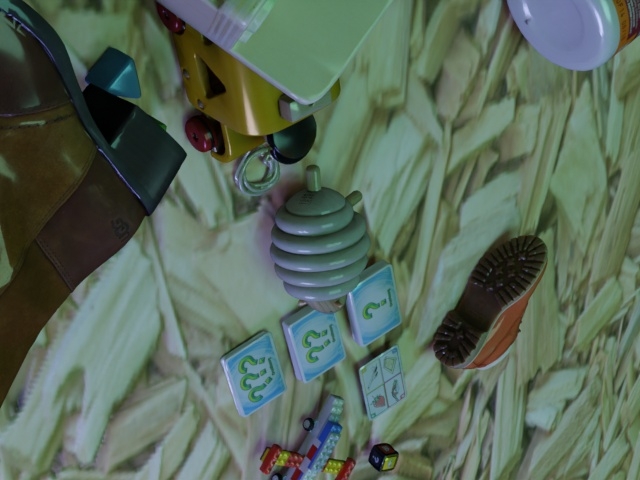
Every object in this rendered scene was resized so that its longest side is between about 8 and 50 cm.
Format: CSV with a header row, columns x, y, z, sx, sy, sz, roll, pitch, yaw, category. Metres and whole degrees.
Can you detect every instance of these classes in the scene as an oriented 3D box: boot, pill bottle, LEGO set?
x,y,z,sx,sy,sz,roll,pitch,yaw,category
-0.246,-0.011,0.662,0.280,0.096,0.264,-54,137,-9,boot
0.277,-0.256,0.995,0.221,0.121,0.121,-38,135,-19,pill bottle
0.018,0.160,1.056,0.182,0.060,0.244,-30,132,-22,LEGO set
0.185,0.066,1.156,0.084,0.059,0.158,24,105,-50,boot

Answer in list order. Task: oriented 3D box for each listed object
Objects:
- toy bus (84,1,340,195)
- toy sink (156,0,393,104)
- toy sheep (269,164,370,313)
x,y,z,sx,sy,sz,roll,pitch,yaw,category
-0.038,-0.119,0.798,0.202,0.104,0.191,19,101,-46,toy bus
-0.047,-0.203,0.637,0.234,0.131,0.153,36,88,-10,toy sink
0.000,0.000,0.924,0.091,0.091,0.132,-24,114,-31,toy sheep
